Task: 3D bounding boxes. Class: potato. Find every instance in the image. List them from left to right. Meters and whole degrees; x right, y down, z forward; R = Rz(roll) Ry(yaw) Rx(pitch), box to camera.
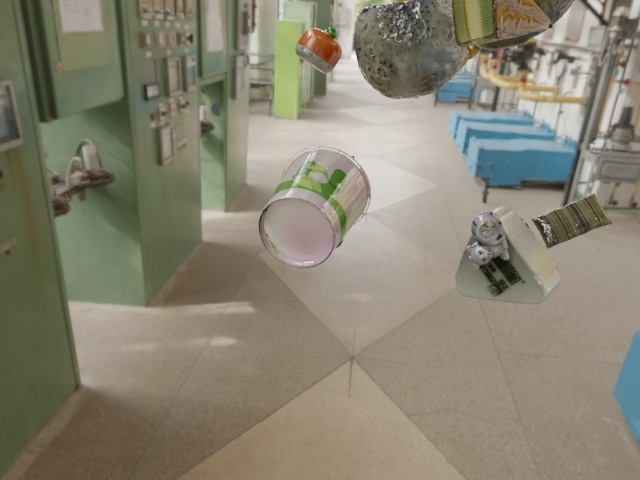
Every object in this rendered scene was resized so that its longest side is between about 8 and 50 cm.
[{"bbox_3d":[0.427,-0.492,1.077,0.251,0.149,0.113,-29,55,-3],"label":"potato"}]

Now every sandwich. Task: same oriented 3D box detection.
[{"bbox_3d":[0.285,-0.372,0.784,0.163,0.114,0.079,-22,19,-32],"label":"sandwich"}]

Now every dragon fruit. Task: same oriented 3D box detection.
[{"bbox_3d":[0.215,-0.457,1.233,0.282,0.204,0.221,-2,10,16],"label":"dragon fruit"}]

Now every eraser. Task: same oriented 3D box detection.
[{"bbox_3d":[0.638,0.088,1.693,0.331,0.332,0.149,21,33,35],"label":"eraser"}]

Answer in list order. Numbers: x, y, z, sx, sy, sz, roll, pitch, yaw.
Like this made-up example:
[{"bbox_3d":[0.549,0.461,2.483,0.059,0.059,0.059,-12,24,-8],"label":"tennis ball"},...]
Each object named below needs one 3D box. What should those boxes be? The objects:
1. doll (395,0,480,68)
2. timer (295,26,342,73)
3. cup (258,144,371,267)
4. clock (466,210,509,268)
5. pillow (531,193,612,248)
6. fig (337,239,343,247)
[{"bbox_3d":[0.295,-0.558,1.410,0.269,0.167,0.162,39,73,3],"label":"doll"},{"bbox_3d":[0.003,-0.570,1.483,0.136,0.136,0.099,-3,17,-15],"label":"timer"},{"bbox_3d":[-0.022,-0.077,1.266,0.253,0.253,0.274,10,32,14],"label":"cup"},{"bbox_3d":[0.506,-0.003,1.566,0.117,0.176,0.080,-20,19,1],"label":"clock"},{"bbox_3d":[0.779,-0.061,1.569,0.203,0.038,0.113,-24,66,10],"label":"pillow"},{"bbox_3d":[0.015,-0.001,1.713,0.119,0.153,0.119,27,3,-1],"label":"fig"}]
